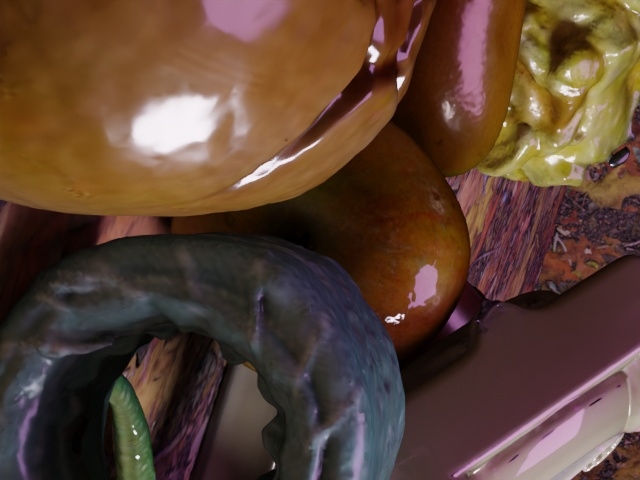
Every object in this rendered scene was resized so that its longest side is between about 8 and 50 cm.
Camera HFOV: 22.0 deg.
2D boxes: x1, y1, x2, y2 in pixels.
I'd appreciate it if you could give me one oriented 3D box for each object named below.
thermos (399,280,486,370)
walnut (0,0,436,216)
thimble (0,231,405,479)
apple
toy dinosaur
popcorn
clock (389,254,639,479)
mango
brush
[{"bbox_3d":[0.028,0.013,1.139,0.099,0.124,0.232,-40,125,5],"label":"thermos"},{"bbox_3d":[-0.053,-0.103,0.553,0.298,0.203,0.203,-4,114,-68],"label":"walnut"},{"bbox_3d":[-0.072,0.101,0.819,0.235,0.198,0.143,-44,174,10],"label":"thimble"},{"bbox_3d":[0.000,0.000,0.983,0.155,0.182,0.182,10,100,-75],"label":"apple"},{"bbox_3d":[-0.081,0.189,1.140,0.447,0.087,0.301,-9,116,-64],"label":"toy dinosaur"},{"bbox_3d":[0.228,-0.187,1.613,0.252,0.215,0.286,-59,166,-61],"label":"popcorn"},{"bbox_3d":[0.080,0.150,1.046,0.284,0.114,0.309,-30,165,-32],"label":"clock"},{"bbox_3d":[0.082,-0.153,1.168,0.151,0.120,0.221,-11,105,-58],"label":"mango"},{"bbox_3d":[-0.078,0.214,1.291,0.050,0.060,0.321,-63,171,-79],"label":"brush"}]
